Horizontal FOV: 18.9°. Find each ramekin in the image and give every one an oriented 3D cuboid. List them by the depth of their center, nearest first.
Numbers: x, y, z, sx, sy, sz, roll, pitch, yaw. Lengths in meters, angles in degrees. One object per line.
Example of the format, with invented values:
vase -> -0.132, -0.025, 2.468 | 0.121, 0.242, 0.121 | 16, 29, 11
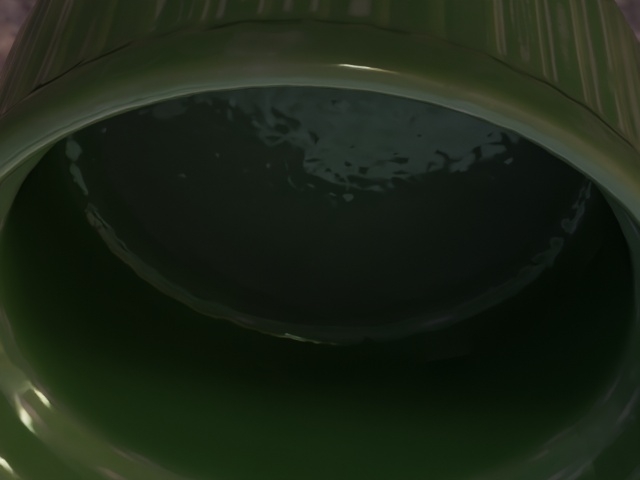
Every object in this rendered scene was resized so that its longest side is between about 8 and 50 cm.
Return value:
ramekin -> 0.000, 0.000, 0.758 | 0.303, 0.148, 0.303 | 2, -45, 2
